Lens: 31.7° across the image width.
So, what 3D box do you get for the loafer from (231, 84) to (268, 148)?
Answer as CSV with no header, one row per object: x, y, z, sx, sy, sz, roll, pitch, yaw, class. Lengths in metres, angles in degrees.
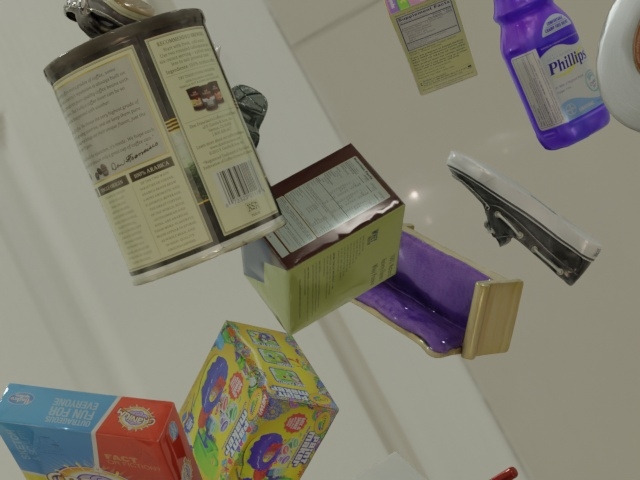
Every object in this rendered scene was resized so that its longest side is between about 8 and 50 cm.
-0.151,-0.165,1.855,0.084,0.096,0.267,-57,5,33,loafer

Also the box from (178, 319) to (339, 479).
-0.142,0.373,2.368,0.177,0.279,0.290,15,-68,-33,box

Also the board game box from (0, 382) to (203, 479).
-0.289,0.328,1.570,0.242,0.064,0.316,4,-43,15,board game box

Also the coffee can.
-0.183,-0.109,1.343,0.201,0.275,0.201,-21,4,2,coffee can

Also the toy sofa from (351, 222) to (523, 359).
0.199,0.088,2.169,0.177,0.150,0.362,-1,20,-35,toy sofa

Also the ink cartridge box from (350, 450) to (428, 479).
0.161,0.465,1.545,0.131,0.226,0.306,-30,24,-15,ink cartridge box

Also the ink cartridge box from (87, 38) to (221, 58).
-0.304,-0.303,2.011,0.092,0.219,0.160,104,-175,-46,ink cartridge box

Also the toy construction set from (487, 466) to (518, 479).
0.274,0.591,2.106,0.237,0.257,0.309,-41,14,35,toy construction set

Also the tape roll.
0.395,-0.207,1.183,0.072,0.219,0.219,17,-37,-32,tape roll

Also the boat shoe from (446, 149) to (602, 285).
0.321,-0.037,1.892,0.102,0.301,0.108,-56,-13,14,boat shoe

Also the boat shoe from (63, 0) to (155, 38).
-0.355,-0.373,1.854,0.103,0.285,0.092,18,-79,-36,boat shoe

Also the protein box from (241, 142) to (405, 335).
0.000,0.000,1.670,0.201,0.136,0.200,-29,-27,-18,protein box

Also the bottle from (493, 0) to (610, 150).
0.324,-0.278,1.649,0.118,0.283,0.092,-28,8,-35,bottle

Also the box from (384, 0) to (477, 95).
0.185,-0.432,2.077,0.117,0.213,0.243,-19,-33,8,box
